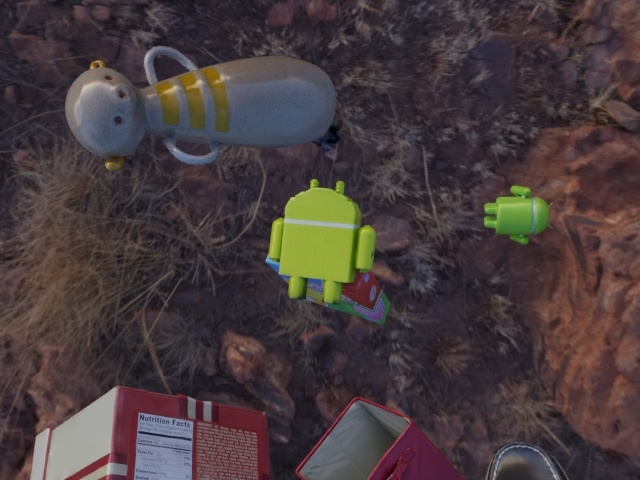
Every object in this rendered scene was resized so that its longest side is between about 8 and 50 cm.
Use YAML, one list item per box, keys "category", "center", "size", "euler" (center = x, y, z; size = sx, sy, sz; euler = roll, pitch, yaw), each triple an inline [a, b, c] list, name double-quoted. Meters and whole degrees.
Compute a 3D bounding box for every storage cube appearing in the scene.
- category: "storage cube"
  center: [0.110, 0.425, 1.108]
  size: [0.183, 0.215, 0.193]
  euler: [-47, 109, -21]

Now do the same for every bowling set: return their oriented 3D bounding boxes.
- category: "bowling set"
  center: [-0.064, -0.201, 0.316]
  size: [0.154, 0.200, 0.286]
  euler: [-10, 73, -29]

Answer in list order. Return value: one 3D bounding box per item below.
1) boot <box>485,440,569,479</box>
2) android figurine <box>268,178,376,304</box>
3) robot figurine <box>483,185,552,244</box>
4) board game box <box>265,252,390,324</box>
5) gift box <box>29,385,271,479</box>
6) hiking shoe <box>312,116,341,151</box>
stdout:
- category: "boot"
  center: [0.218, 0.347, 0.650]
  size: [0.138, 0.377, 0.284]
  euler: [-4, 136, 21]
- category: "android figurine"
  center: [0.000, 0.000, 1.376]
  size: [0.248, 0.056, 0.272]
  euler: [4, 87, 22]
- category: "robot figurine"
  center: [0.346, -0.043, 1.089]
  size: [0.115, 0.067, 0.101]
  euler: [0, 105, 13]
- category: "board game box"
  center: [0.029, 0.107, 1.558]
  size: [0.242, 0.316, 0.064]
  euler: [15, 73, 22]
- category: "gift box"
  center: [-0.227, 0.352, 0.754]
  size: [0.255, 0.276, 0.258]
  euler: [27, 135, -33]
- category: "hiking shoe"
  center: [-0.007, -0.251, 1.328]
  size: [0.086, 0.227, 0.114]
  euler: [-30, 107, 20]
